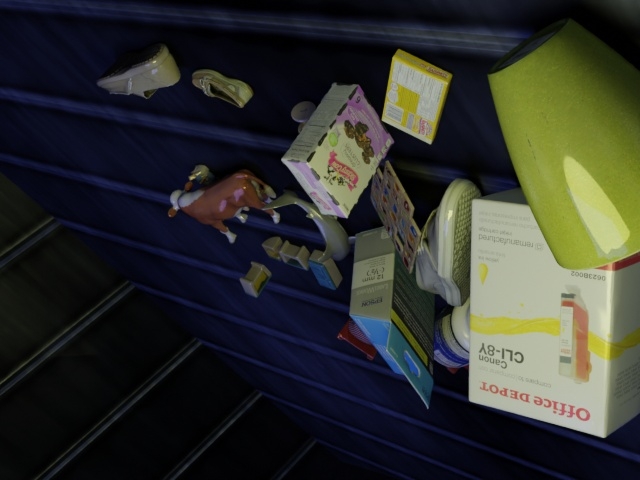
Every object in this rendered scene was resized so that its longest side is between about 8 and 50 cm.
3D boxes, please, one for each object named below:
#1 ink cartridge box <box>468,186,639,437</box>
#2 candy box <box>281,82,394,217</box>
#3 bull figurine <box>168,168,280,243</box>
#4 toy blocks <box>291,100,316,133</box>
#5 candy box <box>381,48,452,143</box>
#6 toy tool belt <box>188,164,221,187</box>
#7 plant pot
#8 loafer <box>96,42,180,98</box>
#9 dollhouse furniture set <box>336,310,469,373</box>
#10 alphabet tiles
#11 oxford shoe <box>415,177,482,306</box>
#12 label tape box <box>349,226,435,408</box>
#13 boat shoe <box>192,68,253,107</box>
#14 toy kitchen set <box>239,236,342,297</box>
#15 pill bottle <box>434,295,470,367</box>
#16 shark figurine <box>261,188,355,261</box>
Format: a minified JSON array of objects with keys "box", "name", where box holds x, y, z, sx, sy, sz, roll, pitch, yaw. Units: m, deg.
[{"box":[0.416,0.117,1.686,0.279,0.160,0.384,10,107,41],"name":"ink cartridge box"},{"box":[0.037,-0.169,1.814,0.070,0.196,0.165,12,151,41],"name":"candy box"},{"box":[-0.241,-0.089,2.414,0.188,0.101,0.310,34,147,-32],"name":"bull figurine"},{"box":[0.014,-0.207,1.952,0.123,0.054,0.148,20,155,29],"name":"toy blocks"},{"box":[0.167,-0.250,1.698,0.105,0.027,0.206,26,158,9],"name":"candy box"},{"box":[-0.300,-0.154,2.479,0.083,0.051,0.052,43,156,-26],"name":"toy tool belt"},{"box":[0.374,-0.156,1.365,0.293,0.275,0.275,53,153,-11],"name":"plant pot"},{"box":[-0.402,-0.358,2.118,0.269,0.102,0.092,0,136,52],"name":"loafer"},{"box":[0.257,0.271,2.506,0.374,0.152,0.201,33,158,-2],"name":"dollhouse furniture set"},{"box":[0.154,-0.061,1.986,0.237,0.009,0.198,92,154,-65],"name":"alphabet tiles"},{"box":[0.251,0.008,1.960,0.130,0.169,0.449,26,162,18],"name":"oxford shoe"},{"box":[0.164,0.176,2.166,0.115,0.347,0.249,-13,136,25],"name":"label tape box"},{"box":[-0.214,-0.318,2.026,0.153,0.048,0.056,22,156,23],"name":"boat shoe"},{"box":[-0.080,0.106,2.581,0.207,0.166,0.122,18,154,32],"name":"toy kitchen set"},{"box":[0.355,0.202,2.233,0.153,0.153,0.265,34,158,-5],"name":"pill bottle"},{"box":[-0.001,-0.013,2.309,0.166,0.116,0.278,5,147,46],"name":"shark figurine"}]
